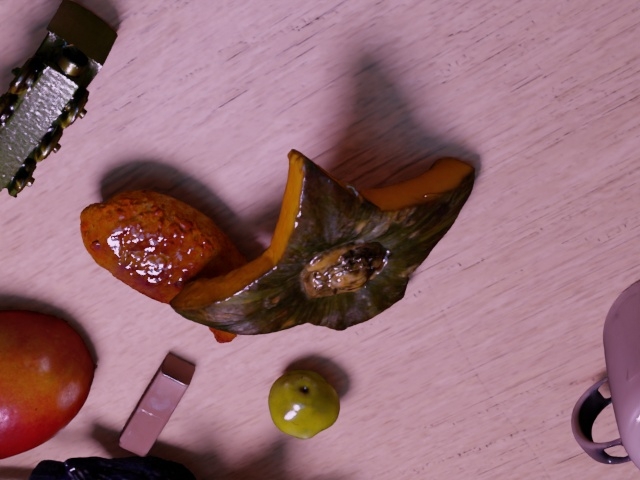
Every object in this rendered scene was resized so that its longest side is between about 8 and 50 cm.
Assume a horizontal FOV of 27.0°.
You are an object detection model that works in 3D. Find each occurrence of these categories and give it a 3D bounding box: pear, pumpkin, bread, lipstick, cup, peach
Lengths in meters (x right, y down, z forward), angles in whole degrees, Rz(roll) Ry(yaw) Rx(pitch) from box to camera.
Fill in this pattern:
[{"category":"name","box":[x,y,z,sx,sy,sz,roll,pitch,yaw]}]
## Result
[{"category":"pear","box":[-0.024,0.206,1.684,0.092,0.092,0.097,19,139,-3]},{"category":"pumpkin","box":[0.008,0.014,1.509,0.258,0.095,0.290,6,137,-35]},{"category":"bread","box":[-0.165,0.033,1.590,0.269,0.095,0.139,41,126,-21]},{"category":"lipstick","box":[-0.215,0.215,1.738,0.045,0.045,0.145,28,122,-7]},{"category":"cup","box":[0.399,0.179,1.529,0.253,0.200,0.191,-32,112,25]},{"category":"peach","box":[-0.402,0.179,1.698,0.190,0.226,0.196,62,154,8]}]

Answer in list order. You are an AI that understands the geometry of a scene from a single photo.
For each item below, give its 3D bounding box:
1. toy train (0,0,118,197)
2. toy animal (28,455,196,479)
[{"category":"toy train","box":[-0.315,-0.149,1.477,0.090,0.137,0.225,34,124,-17]},{"category":"toy animal","box":[-0.245,0.363,1.790,0.298,0.122,0.185,37,124,-26]}]
